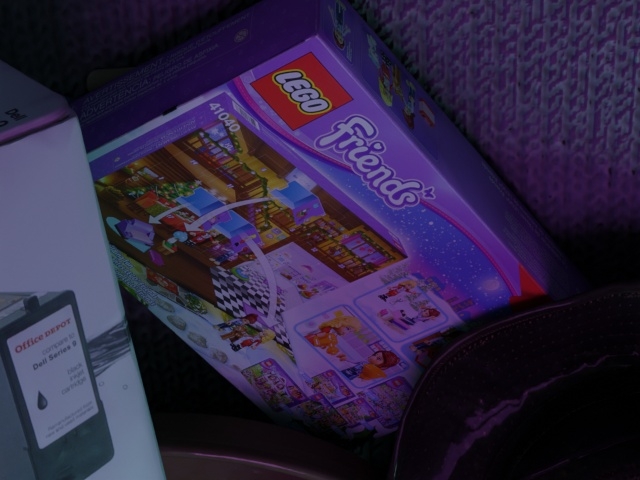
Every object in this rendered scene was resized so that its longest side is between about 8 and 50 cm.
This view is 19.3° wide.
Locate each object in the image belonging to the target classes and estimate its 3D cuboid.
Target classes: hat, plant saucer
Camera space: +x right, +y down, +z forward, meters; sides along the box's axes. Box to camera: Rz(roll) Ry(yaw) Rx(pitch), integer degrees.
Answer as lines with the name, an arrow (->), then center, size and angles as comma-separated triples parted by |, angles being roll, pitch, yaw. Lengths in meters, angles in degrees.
hat -> 0.184, 0.191, 1.084 | 0.331, 0.134, 0.331 | -2, 117, -4
plant saucer -> -0.061, 0.179, 1.221 | 0.278, 0.041, 0.278 | 7, 150, 4

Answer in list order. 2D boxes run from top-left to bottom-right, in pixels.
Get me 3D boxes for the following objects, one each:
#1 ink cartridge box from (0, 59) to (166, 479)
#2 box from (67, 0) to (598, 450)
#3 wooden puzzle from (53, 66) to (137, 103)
ink cartridge box -> -0.190, 0.054, 0.984 | 0.121, 0.211, 0.289 | -24, 118, -25
box -> 0.000, 0.000, 1.072 | 0.201, 0.057, 0.293 | -24, 131, 25
wooden puzzle -> -0.091, -0.066, 1.056 | 0.116, 0.014, 0.078 | -8, 132, 12
